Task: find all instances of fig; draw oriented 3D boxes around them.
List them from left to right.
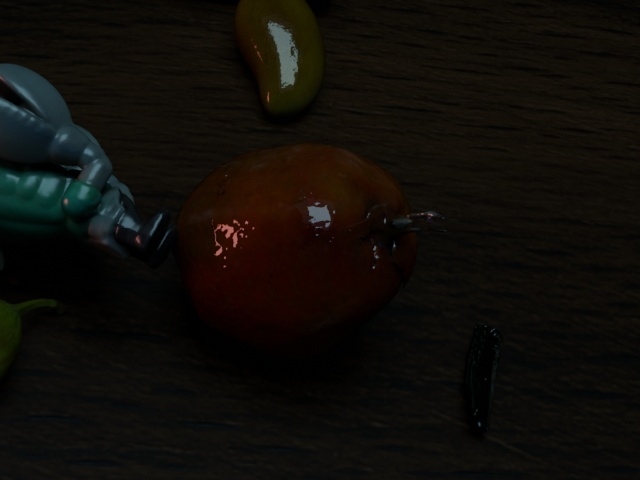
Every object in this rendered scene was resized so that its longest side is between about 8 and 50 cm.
[{"bbox_3d":[-0.315,0.087,1.493,0.093,0.093,0.166,22,19,5],"label":"fig"}]

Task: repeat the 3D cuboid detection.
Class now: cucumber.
[{"bbox_3d":[0.160,0.136,1.590,0.034,0.033,0.134,-11,38,28],"label":"cucumber"}]

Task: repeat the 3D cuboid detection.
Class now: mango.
[{"bbox_3d":[-0.044,-0.223,1.832,0.102,0.085,0.184,-3,55,-17],"label":"mango"}]

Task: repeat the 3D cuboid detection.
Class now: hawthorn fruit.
[{"bbox_3d":[0.000,0.000,1.513,0.211,0.299,0.211,20,62,-44],"label":"hawthorn fruit"}]

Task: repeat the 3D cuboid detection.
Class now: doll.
[{"bbox_3d":[-0.258,-0.062,1.529,0.258,0.195,0.153,32,68,-10],"label":"doll"}]

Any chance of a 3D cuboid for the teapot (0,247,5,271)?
[{"bbox_3d":[-0.356,0.018,1.540,0.083,0.064,0.064,32,56,9],"label":"teapot"}]
